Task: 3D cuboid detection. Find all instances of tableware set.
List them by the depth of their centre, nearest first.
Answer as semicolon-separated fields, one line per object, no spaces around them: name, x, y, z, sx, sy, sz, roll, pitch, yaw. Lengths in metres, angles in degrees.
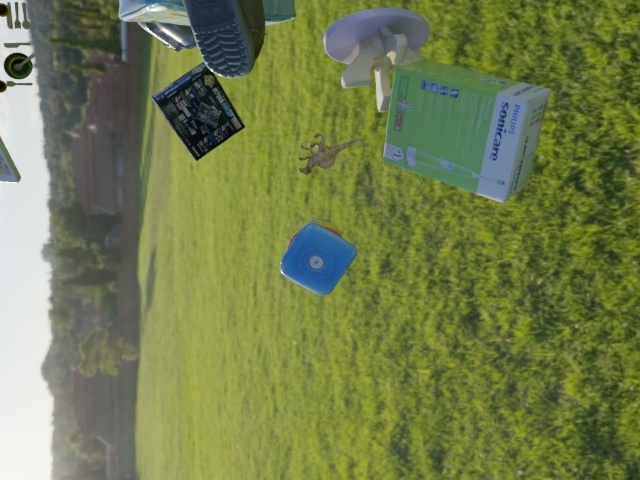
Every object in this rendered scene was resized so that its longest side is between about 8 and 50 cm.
tableware set;-0.541;-0.328;1.084;0.024;0.104;0.154;38;129;42

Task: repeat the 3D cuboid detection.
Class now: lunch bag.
lunch bag;-0.201;-0.425;1.092;0.224;0.279;0.107;18;111;51

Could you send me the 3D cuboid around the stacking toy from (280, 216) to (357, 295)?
stacking toy;0.000;0.000;1.788;0.175;0.166;0.302;-57;8;22

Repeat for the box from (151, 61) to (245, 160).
box;-0.330;-0.350;1.758;0.051;0.175;0.220;47;171;44

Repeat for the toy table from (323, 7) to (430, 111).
toy table;0.158;-0.464;1.620;0.252;0.275;0.160;78;179;-64

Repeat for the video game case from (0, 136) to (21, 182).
video game case;-0.847;-0.224;1.507;0.227;0.207;0.026;91;-178;-52

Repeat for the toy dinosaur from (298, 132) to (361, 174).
toy dinosaur;0.010;-0.229;1.663;0.092;0.183;0.053;53;166;19

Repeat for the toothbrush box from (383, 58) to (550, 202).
toothbrush box;0.283;-0.227;1.286;0.283;0.122;0.206;24;126;32

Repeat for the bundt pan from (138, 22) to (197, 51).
bundt pan;-0.335;-0.621;1.491;0.331;0.124;0.330;-12;72;40

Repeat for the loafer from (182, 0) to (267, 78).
loafer;-0.119;-0.317;0.733;0.087;0.095;0.251;-59;-32;-49
